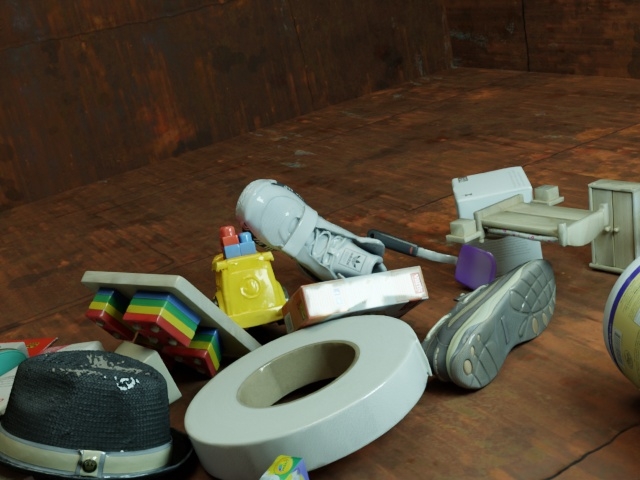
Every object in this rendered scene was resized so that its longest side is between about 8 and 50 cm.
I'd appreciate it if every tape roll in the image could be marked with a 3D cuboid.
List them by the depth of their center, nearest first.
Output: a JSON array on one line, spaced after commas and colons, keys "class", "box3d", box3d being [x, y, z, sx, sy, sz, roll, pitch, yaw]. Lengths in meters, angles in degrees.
[{"class": "tape roll", "box3d": [-0.022, 0.237, 1.468, 0.392, 0.072, 0.392, -20, 14, 5]}]

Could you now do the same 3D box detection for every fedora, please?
[{"class": "fedora", "box3d": [-0.356, 0.255, 1.438, 0.334, 0.152, 0.334, 9, 4, -1]}]

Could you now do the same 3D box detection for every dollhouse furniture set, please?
[{"class": "dollhouse furniture set", "box3d": [0.460, 0.021, 1.669, 0.355, 0.174, 0.303, -20, 20, -36]}]

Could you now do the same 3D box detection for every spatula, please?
[{"class": "spatula", "box3d": [0.219, 0.027, 1.878, 0.296, 0.084, 0.030, 19, 16, 27]}]

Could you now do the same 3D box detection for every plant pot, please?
[{"class": "plant pot", "box3d": [-0.332, 0.257, 1.656, 0.109, 0.109, 0.096, 8, 40, 45]}]

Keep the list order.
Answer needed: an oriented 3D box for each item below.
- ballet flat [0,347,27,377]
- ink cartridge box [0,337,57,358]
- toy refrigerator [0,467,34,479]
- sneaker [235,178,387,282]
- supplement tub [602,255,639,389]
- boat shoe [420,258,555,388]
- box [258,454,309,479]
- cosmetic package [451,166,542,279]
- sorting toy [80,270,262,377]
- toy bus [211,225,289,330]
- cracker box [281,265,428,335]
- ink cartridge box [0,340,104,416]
[{"class": "ballet flat", "box3d": [-0.676, 0.294, 1.757, 0.096, 0.095, 0.280, -15, 19, 36]}, {"class": "ink cartridge box", "box3d": [-0.738, 0.248, 1.988, 0.275, 0.060, 0.239, -6, 22, 18]}, {"class": "toy refrigerator", "box3d": [-0.515, 0.375, 1.430, 0.094, 0.102, 0.269, -24, 23, -30]}, {"class": "sneaker", "box3d": [0.000, 0.000, 1.887, 0.210, 0.366, 0.137, 18, 76, 41]}, {"class": "supplement tub", "box3d": [0.539, 0.151, 1.202, 0.241, 0.241, 0.331, -14, 20, -4]}, {"class": "boat shoe", "box3d": [0.285, 0.123, 1.600, 0.130, 0.132, 0.355, 5, 25, 40]}, {"class": "box", "box3d": [-0.068, 0.365, 1.179, 0.043, 0.105, 0.179, -1, 23, 32]}, {"class": "cosmetic package", "box3d": [0.360, -0.034, 1.911, 0.151, 0.184, 0.151, -10, 20, 7]}, {"class": "sorting toy", "box3d": [-0.284, 0.163, 1.705, 0.257, 0.255, 0.089, 0, 57, 38]}, {"class": "toy bus", "box3d": [-0.157, 0.074, 1.843, 0.149, 0.211, 0.220, -13, 0, -12]}, {"class": "cracker box", "box3d": [0.060, 0.114, 1.705, 0.232, 0.067, 0.156, -9, -16, -18]}, {"class": "ink cartridge box", "box3d": [-0.506, 0.280, 1.655, 0.172, 0.100, 0.237, -11, 16, 39]}]
